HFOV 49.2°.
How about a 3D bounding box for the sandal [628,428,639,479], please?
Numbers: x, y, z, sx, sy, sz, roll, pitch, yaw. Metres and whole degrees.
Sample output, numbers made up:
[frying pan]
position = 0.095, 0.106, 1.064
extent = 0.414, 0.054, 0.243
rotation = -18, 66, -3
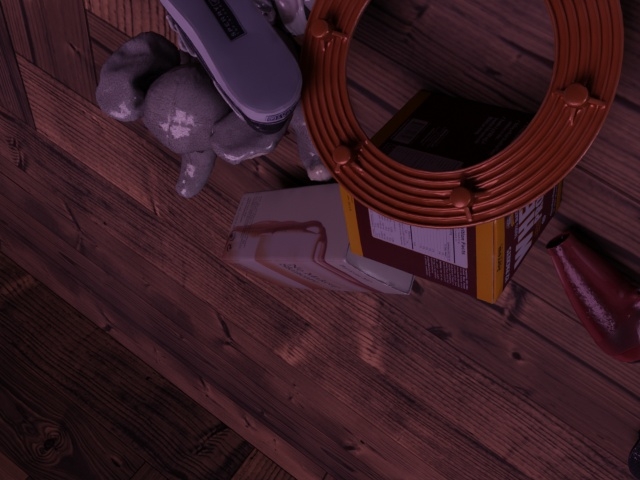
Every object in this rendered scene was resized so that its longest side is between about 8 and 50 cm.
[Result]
[sandal]
position = 0.505, 0.294, 1.042
extent = 0.067, 0.040, 0.179
rotation = 15, 125, 29

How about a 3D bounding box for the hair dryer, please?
[hair dryer]
position = 0.415, 0.065, 0.847
extent = 0.294, 0.080, 0.223
rotation = 22, 128, 20

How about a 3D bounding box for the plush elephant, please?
[plush elephant]
position = -0.134, -0.176, 0.948
extent = 0.272, 0.255, 0.329
rotation = 29, 146, 20

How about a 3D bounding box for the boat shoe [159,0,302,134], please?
[boat shoe]
position = -0.119, -0.261, 0.798
extent = 0.306, 0.113, 0.105
rotation = 55, 167, 3

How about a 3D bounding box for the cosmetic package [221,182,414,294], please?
[cosmetic package]
position = 0.000, 0.000, 1.093
extent = 0.153, 0.129, 0.296
rotation = 28, 160, -36

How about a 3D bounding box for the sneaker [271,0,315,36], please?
[sneaker]
position = -0.031, -0.372, 0.773
extent = 0.108, 0.100, 0.271
rotation = -15, 115, 10

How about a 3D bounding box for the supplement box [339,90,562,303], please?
[supplement box]
position = 0.159, -0.060, 0.831
extent = 0.194, 0.191, 0.129
rotation = 21, 141, 31

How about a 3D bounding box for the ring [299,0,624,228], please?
[ring]
position = 0.118, -0.178, 0.694
extent = 0.337, 0.032, 0.336
rotation = 1, 93, 29
